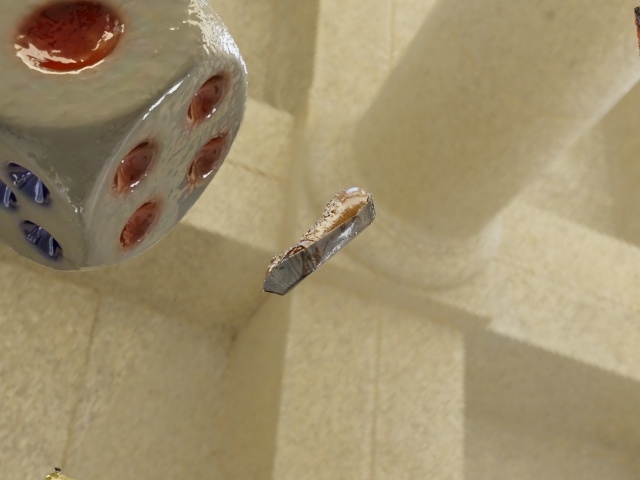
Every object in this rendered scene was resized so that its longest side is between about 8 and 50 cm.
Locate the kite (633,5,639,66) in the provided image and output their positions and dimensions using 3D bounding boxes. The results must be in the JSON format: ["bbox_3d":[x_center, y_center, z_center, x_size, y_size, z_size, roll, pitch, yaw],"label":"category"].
[{"bbox_3d":[0.391,-0.127,1.183,0.013,0.378,0.327,-2,-145,-42],"label":"kite"}]

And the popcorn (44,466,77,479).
[{"bbox_3d":[-0.210,0.242,1.144,0.084,0.084,0.084,16,-130,-20],"label":"popcorn"}]

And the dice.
[{"bbox_3d":[-0.247,-0.131,1.392,0.243,0.251,0.259,32,-119,14],"label":"dice"}]

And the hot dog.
[{"bbox_3d":[0.000,0.000,1.687,0.059,0.108,0.191,46,-130,2],"label":"hot dog"}]
